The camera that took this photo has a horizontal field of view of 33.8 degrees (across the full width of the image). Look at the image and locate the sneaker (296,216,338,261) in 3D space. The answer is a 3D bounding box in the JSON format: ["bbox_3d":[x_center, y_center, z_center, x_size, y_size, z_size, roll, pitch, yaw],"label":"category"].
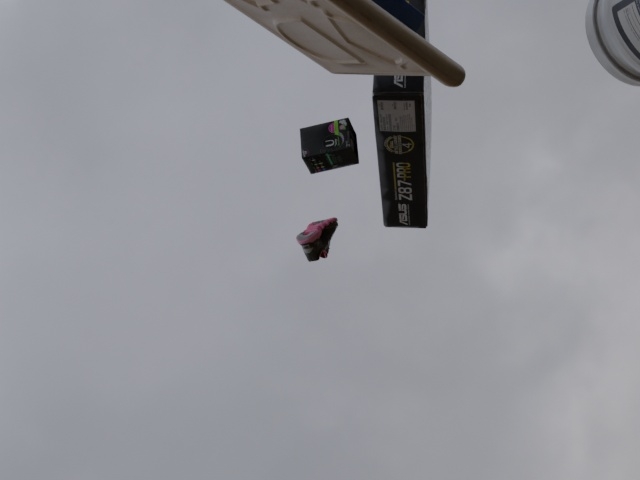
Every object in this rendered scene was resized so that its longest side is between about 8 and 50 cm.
[{"bbox_3d":[0.000,0.000,1.726,0.119,0.047,0.057,-40,-68,-58],"label":"sneaker"}]

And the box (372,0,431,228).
[{"bbox_3d":[0.155,-0.258,1.912,0.395,0.097,0.318,78,-164,-57],"label":"box"}]

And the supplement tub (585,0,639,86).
[{"bbox_3d":[0.508,-0.331,1.429,0.191,0.272,0.191,4,-102,-21],"label":"supplement tub"}]

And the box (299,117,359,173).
[{"bbox_3d":[0.014,-0.152,1.694,0.052,0.083,0.062,58,-155,-56],"label":"box"}]

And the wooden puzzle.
[{"bbox_3d":[-0.018,-0.302,1.273,0.322,0.348,0.080,30,-92,-31],"label":"wooden puzzle"}]
